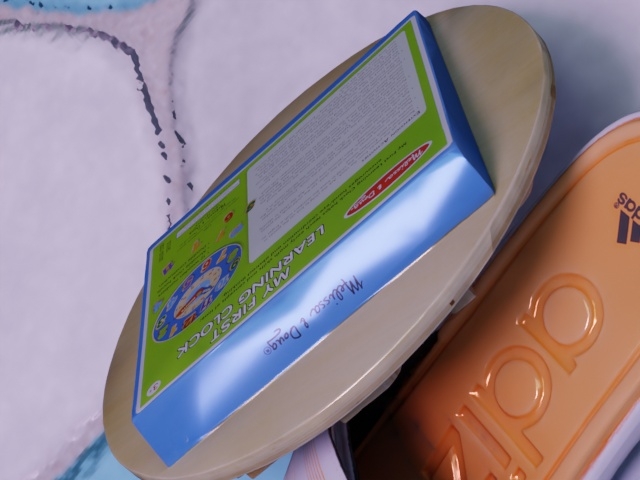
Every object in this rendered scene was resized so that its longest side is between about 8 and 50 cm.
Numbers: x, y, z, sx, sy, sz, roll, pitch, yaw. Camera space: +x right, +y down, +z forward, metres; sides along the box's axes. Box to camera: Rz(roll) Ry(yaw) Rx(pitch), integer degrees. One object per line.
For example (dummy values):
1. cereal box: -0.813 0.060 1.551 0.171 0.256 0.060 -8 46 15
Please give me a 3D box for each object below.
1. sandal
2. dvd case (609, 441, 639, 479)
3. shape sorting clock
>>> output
1. sandal: 0.038 0.066 0.560 0.102 0.076 0.265 44 115 36
2. dvd case: 0.184 0.071 0.518 0.180 0.022 0.253 -45 57 15
3. shape sorting clock: 0.000 0.000 0.600 0.206 0.040 0.206 -39 22 19
